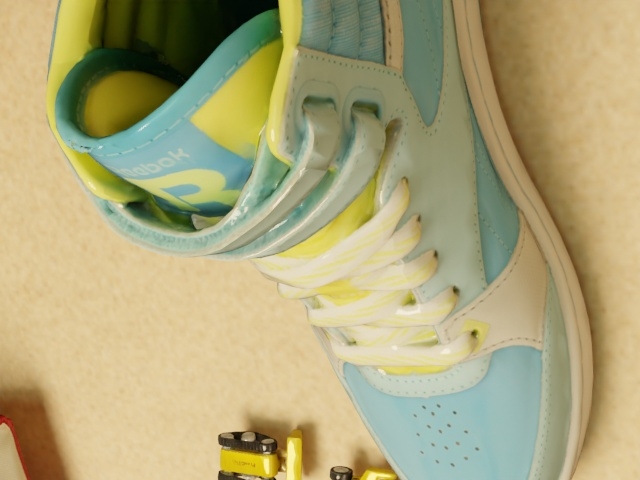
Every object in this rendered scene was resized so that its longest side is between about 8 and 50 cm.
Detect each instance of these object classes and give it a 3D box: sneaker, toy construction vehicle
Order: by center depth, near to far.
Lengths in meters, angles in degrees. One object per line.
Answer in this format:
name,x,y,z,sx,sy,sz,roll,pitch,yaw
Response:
sneaker,0.000,0.000,0.455,0.127,0.208,0.319,-14,102,29
toy construction vehicle,-0.001,0.137,0.614,0.098,0.035,0.086,2,98,24

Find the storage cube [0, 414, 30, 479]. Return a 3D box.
storage cube,-0.268,0.208,0.667,0.193,0.183,0.215,-2,107,38
